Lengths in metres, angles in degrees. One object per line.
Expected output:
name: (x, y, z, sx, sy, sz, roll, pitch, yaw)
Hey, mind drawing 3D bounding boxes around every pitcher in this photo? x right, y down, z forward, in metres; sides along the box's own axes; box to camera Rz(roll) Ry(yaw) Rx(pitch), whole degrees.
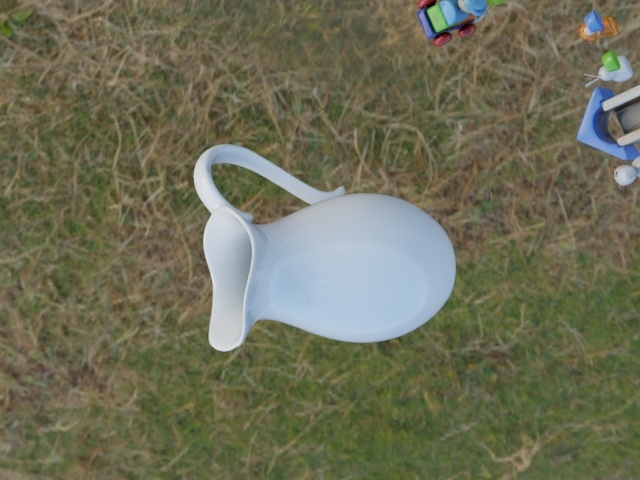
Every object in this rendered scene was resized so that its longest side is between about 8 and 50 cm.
pitcher: (0.000, 0.000, 0.754, 0.207, 0.178, 0.125, -1, 156, -32)

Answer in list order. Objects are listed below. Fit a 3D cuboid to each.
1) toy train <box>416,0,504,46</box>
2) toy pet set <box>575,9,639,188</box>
toy train: (0.330, -0.498, 1.897, 0.143, 0.248, 0.105, -18, 98, 51)
toy pet set: (0.215, -0.098, 0.684, 0.065, 0.114, 0.122, -24, 82, 33)
